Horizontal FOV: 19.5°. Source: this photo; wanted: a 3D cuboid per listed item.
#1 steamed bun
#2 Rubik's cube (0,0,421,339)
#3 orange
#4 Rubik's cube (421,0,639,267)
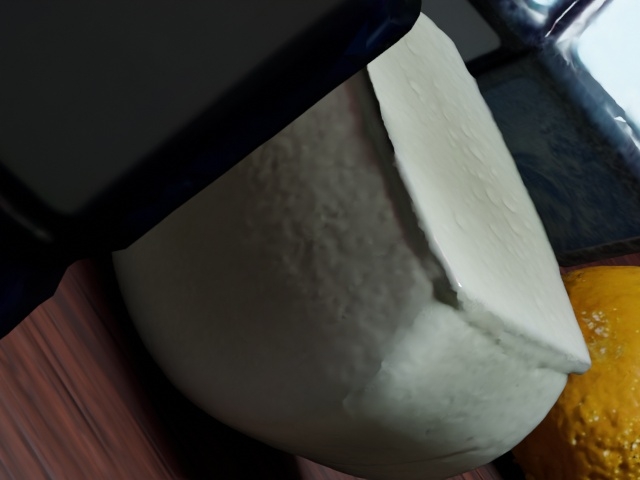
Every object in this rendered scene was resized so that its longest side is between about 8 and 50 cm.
[{"bbox_3d":[0.000,0.000,0.859,0.146,0.164,0.241,31,33,-48],"label":"steamed bun"},{"bbox_3d":[-0.171,-0.125,0.455,0.293,0.283,0.288,43,17,-25],"label":"Rubik's cube"},{"bbox_3d":[0.199,0.104,1.195,0.193,0.161,0.193,42,22,-21],"label":"orange"},{"bbox_3d":[0.151,-0.186,1.216,0.318,0.316,0.313,48,-22,-11],"label":"Rubik's cube"}]
